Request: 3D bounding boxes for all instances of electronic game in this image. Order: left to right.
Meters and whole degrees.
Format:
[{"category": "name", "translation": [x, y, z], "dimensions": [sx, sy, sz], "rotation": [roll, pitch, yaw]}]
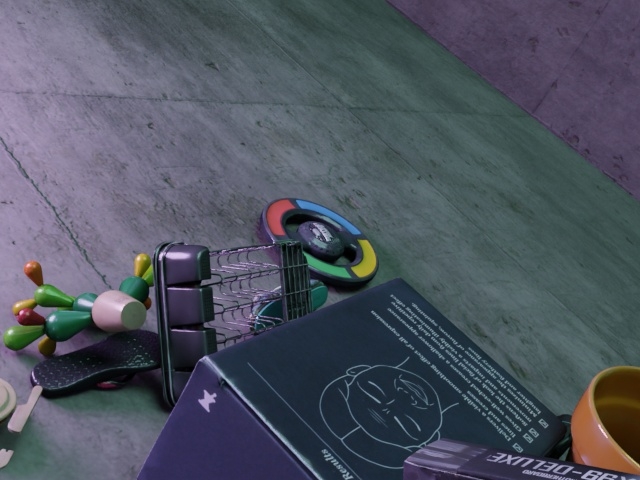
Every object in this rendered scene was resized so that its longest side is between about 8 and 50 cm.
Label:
[{"category": "electronic game", "translation": [0.000, 0.000, 1.482], "dimensions": [0.229, 0.048, 0.229], "rotation": [23, 30, -14]}]

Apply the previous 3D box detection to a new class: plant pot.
[{"category": "plant pot", "translation": [0.374, 0.288, 1.001], "dimensions": [0.205, 0.188, 0.205], "rotation": [14, 33, -9]}]

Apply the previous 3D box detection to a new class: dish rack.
[{"category": "dish rack", "translation": [-0.098, 0.097, 1.108], "dimensions": [0.074, 0.208, 0.271], "rotation": [-3, 2, 31]}]

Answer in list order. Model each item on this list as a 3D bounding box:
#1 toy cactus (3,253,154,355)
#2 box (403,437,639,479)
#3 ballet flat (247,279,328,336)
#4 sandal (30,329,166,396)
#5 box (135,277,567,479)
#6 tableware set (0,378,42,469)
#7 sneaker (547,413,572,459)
[{"category": "toy cactus", "translation": [-0.267, 0.072, 1.016], "dimensions": [0.219, 0.112, 0.180], "rotation": [-14, 10, -40]}, {"category": "box", "translation": [0.187, 0.327, 0.650], "dimensions": [0.242, 0.307, 0.076], "rotation": [3, 7, 35]}, {"category": "ballet flat", "translation": [-0.064, 0.099, 1.266], "dimensions": [0.070, 0.070, 0.188], "rotation": [42, 29, 21]}, {"category": "sandal", "translation": [-0.261, 0.153, 1.017], "dimensions": [0.179, 0.040, 0.067], "rotation": [-13, 43, -33]}, {"category": "box", "translation": [0.050, 0.246, 0.965], "dimensions": [0.293, 0.212, 0.395], "rotation": [43, 30, 22]}, {"category": "tableware set", "translation": [-0.366, 0.201, 0.837], "dimensions": [0.128, 0.039, 0.194], "rotation": [14, 25, -5]}, {"category": "sneaker", "translation": [0.295, 0.291, 1.235], "dimensions": [0.267, 0.101, 0.106], "rotation": [-7, 43, -49]}]
